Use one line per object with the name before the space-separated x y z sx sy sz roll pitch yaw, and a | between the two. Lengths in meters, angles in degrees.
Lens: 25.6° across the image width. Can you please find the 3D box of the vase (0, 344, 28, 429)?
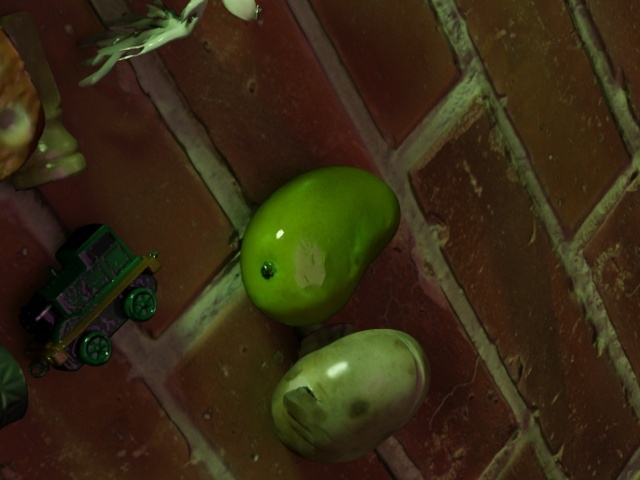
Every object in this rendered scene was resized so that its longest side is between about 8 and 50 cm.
vase | -0.474 0.217 1.565 0.301 0.156 0.251 -23 128 -44

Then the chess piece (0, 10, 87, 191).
chess piece | -0.348 -0.164 1.656 0.090 0.090 0.200 -24 102 -37

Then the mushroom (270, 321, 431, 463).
mushroom | 0.039 0.208 1.983 0.255 0.255 0.184 1 62 -42

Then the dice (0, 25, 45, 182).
dice | -0.419 -0.143 1.522 0.179 0.174 0.175 -44 122 -30

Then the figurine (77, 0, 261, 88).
figurine | -0.173 -0.333 1.691 0.315 0.284 0.206 -54 131 -58

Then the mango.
mango | -0.006 -0.004 1.939 0.185 0.149 0.273 53 57 -27

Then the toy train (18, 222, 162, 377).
toy train | -0.290 0.070 1.736 0.228 0.091 0.136 -44 113 -26
